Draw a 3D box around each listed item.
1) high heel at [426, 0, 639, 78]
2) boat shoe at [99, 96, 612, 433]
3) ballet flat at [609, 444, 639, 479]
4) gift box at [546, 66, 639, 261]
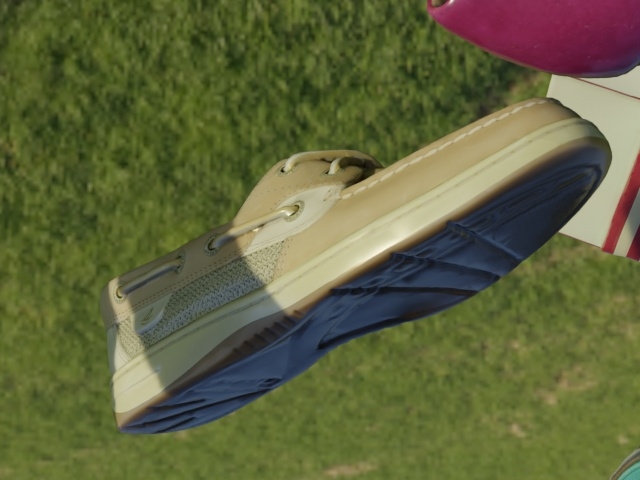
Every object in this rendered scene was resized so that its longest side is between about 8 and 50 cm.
[{"bbox_3d":[0.129,-0.260,0.557,0.181,0.377,0.127,2,167,-24],"label":"high heel"},{"bbox_3d":[0.000,0.000,0.620,0.302,0.098,0.109,-32,155,29],"label":"boat shoe"},{"bbox_3d":[0.252,0.138,0.807,0.072,0.068,0.213,36,149,16],"label":"ballet flat"},{"bbox_3d":[0.313,-0.154,1.027,0.255,0.276,0.258,17,142,9],"label":"gift box"}]
